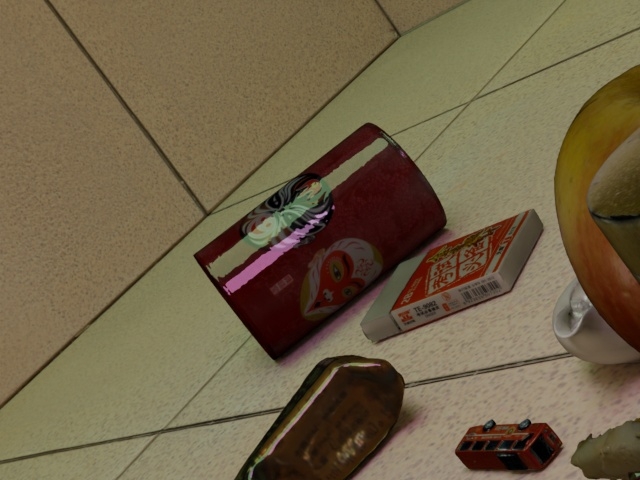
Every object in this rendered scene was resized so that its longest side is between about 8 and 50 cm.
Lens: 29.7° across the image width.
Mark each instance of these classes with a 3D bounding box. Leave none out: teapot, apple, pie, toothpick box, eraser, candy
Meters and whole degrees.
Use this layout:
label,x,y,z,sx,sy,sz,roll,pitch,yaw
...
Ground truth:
label,x,y,z,sx,sy,sz,roll,pitch,yaw
teapot,0.292,0.054,1.139,0.145,0.092,0.226,-21,19,40
apple,0.312,-0.026,0.904,0.286,0.233,0.286,-26,18,9
pie,0.295,0.132,0.835,0.128,0.068,0.282,1,-17,-31
toothpick box,0.000,0.000,1.814,0.333,0.204,0.204,-37,13,-7
eraser,0.171,0.047,1.581,0.230,0.038,0.157,-24,18,38
candy,-0.017,0.230,1.306,0.271,0.101,0.143,-46,9,-15

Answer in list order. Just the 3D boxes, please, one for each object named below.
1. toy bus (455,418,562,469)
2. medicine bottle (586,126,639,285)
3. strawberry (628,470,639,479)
label,x,y,z,sx,sy,sz,roll,pitch,yaw
toy bus,0.171,0.190,1.109,0.043,0.031,0.110,-46,15,-29
medicine bottle,0.282,0.069,0.609,0.151,0.322,0.151,-34,13,9
strawberry,0.250,0.199,0.737,0.131,0.148,0.131,-15,-19,-5
